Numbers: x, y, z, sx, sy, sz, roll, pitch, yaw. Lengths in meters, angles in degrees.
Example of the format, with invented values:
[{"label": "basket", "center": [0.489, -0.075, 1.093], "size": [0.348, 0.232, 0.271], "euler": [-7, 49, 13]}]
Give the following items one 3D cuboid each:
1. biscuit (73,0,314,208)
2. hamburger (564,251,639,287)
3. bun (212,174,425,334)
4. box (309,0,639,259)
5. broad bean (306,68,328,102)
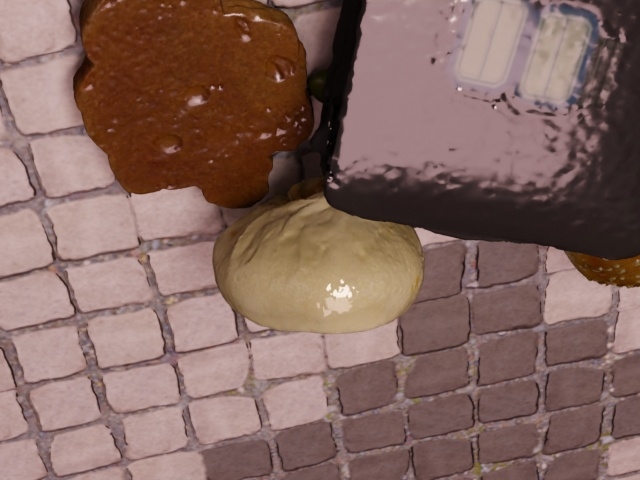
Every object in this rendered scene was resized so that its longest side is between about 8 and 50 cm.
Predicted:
[{"label": "biscuit", "center": [-0.111, -0.135, 1.293], "size": [0.208, 0.041, 0.290], "euler": [-19, 136, 4]}, {"label": "hamburger", "center": [0.323, -0.033, 1.454], "size": [0.189, 0.122, 0.215], "euler": [-22, 137, 4]}, {"label": "bun", "center": [0.000, 0.000, 1.347], "size": [0.222, 0.222, 0.128], "euler": [-1, 112, -14]}, {"label": "box", "center": [0.184, -0.168, 1.237], "size": [0.350, 0.091, 0.359], "euler": [7, 114, -13]}, {"label": "broad bean", "center": [0.058, -0.088, 1.379], "size": [0.070, 0.048, 0.213], "euler": [-20, 130, 22]}]
